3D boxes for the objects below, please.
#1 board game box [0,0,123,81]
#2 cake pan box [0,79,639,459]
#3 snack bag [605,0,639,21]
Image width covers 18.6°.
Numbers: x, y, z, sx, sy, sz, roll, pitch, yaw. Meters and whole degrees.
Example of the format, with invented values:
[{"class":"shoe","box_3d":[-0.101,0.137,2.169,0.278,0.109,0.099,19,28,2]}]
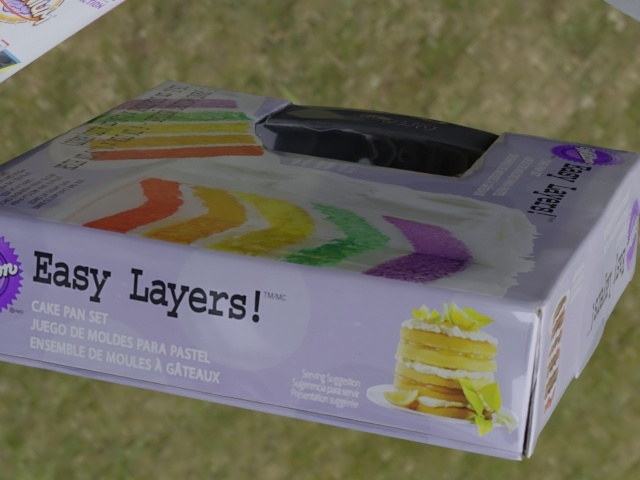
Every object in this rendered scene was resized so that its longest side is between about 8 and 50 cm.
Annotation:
[{"class":"board game box","box_3d":[-0.306,-0.142,1.343,0.316,0.064,0.242,-31,166,15]},{"class":"cake pan box","box_3d":[0.000,0.000,0.829,0.267,0.246,0.070,-38,138,-66]},{"class":"snack bag","box_3d":[0.108,-0.299,1.275,0.037,0.323,0.342,-33,122,-8]}]
